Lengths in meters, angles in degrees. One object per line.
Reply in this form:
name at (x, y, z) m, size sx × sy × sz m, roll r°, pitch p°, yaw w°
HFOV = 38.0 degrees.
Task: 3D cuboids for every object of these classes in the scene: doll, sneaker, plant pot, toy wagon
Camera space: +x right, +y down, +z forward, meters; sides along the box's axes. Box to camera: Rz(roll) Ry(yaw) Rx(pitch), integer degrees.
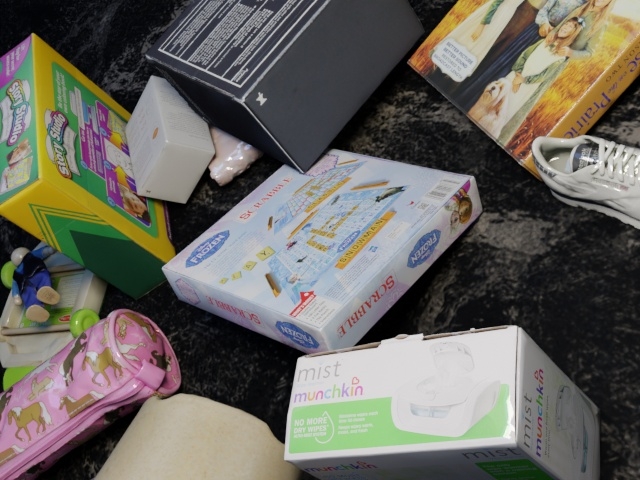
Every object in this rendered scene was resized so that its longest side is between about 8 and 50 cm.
doll at (-0.497, 0.063, 1.612) m, size 0.129 × 0.046 × 0.189 m, roll -57°, pitch 38°, yaw 7°
sneaker at (0.361, -0.075, 1.099) m, size 0.235 × 0.095 × 0.090 m, roll 11°, pitch 68°, yaw 40°
plant pot at (-0.171, 0.364, 1.098) m, size 0.333 × 0.334 × 0.306 m, roll -6°, pitch 48°, yaw 35°
toy wagon at (-0.486, 0.141, 1.637) m, size 0.267 × 0.068 × 0.345 m, roll -8°, pitch 59°, yaw 35°

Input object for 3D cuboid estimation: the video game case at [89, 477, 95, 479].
video game case at (-0.384, 0.509, 1.347) m, size 0.196 × 0.026 × 0.274 m, roll -32°, pitch 48°, yaw 18°

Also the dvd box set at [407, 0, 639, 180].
dvd box set at (0.341, -0.325, 1.258) m, size 0.420 × 0.062 × 0.308 m, roll -49°, pitch 45°, yaw 13°

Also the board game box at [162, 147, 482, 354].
board game box at (0.000, 0.000, 1.265) m, size 0.318 × 0.066 × 0.318 m, roll 17°, pitch 49°, yaw 43°

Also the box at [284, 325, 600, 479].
box at (0.136, 0.202, 0.995) m, size 0.261 × 0.231 × 0.127 m, roll -12°, pitch 56°, yaw 31°

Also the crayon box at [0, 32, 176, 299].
crayon box at (-0.398, -0.124, 1.564) m, size 0.106 × 0.313 × 0.363 m, roll -33°, pitch 47°, yaw 17°

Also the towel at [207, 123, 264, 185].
towel at (-0.095, -0.289, 1.623) m, size 0.331 × 0.053 × 0.317 m, roll -39°, pitch 45°, yaw 11°

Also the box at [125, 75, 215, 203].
box at (-0.259, -0.171, 1.586) m, size 0.130 × 0.091 × 0.171 m, roll -53°, pitch 41°, yaw 36°

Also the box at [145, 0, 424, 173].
box at (-0.057, -0.298, 1.421) m, size 0.296 × 0.183 × 0.294 m, roll -50°, pitch 42°, yaw -8°

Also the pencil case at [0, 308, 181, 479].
pencil case at (-0.396, 0.258, 1.426) m, size 0.386 × 0.160 × 0.167 m, roll -36°, pitch 68°, yaw 13°
